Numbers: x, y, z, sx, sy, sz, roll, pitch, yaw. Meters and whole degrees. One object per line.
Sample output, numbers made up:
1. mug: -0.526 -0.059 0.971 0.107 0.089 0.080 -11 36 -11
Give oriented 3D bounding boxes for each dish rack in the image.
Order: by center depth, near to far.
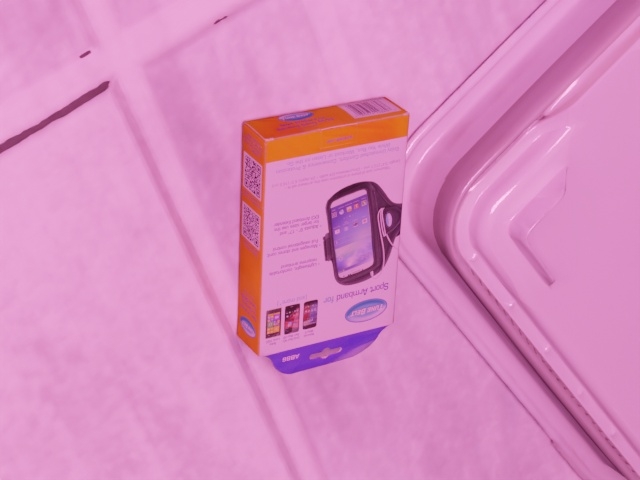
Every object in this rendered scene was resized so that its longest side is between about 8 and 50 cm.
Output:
1. dish rack: 0.212 -0.012 0.991 0.285 0.072 0.333 -44 129 -4

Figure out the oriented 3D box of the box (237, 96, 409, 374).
1. box: 0.000 0.000 0.888 0.081 0.028 0.136 -12 123 -27
